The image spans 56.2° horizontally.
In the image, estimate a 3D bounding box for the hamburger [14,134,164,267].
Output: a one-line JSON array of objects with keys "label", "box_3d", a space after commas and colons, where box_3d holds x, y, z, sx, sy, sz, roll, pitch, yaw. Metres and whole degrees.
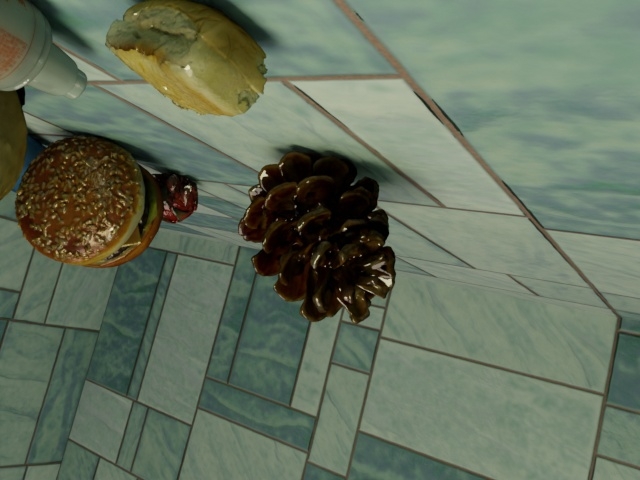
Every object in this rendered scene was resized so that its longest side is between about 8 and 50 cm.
[{"label": "hamburger", "box_3d": [-0.479, -0.080, 1.249, 0.290, 0.291, 0.225, 13, 172, 9]}]

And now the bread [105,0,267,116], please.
[{"label": "bread", "box_3d": [-0.117, -0.171, 0.552, 0.125, 0.082, 0.106, 22, 167, 30]}]

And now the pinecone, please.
[{"label": "pinecone", "box_3d": [0.000, 0.000, 0.928, 0.244, 0.244, 0.309, 18, -148, -30]}]

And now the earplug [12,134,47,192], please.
[{"label": "earplug", "box_3d": [-0.691, -0.195, 1.328, 0.132, 0.132, 0.273, 15, 169, -6]}]

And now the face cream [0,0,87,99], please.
[{"label": "face cream", "box_3d": [-0.327, -0.205, 0.596, 0.101, 0.101, 0.251, 11, 173, 23]}]

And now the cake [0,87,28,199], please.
[{"label": "cake", "box_3d": [-0.510, -0.170, 0.730, 0.332, 0.332, 0.321, 15, -150, -9]}]

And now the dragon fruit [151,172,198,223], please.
[{"label": "dragon fruit", "box_3d": [-0.350, -0.106, 1.422, 0.121, 0.130, 0.142, 47, -170, 25]}]
